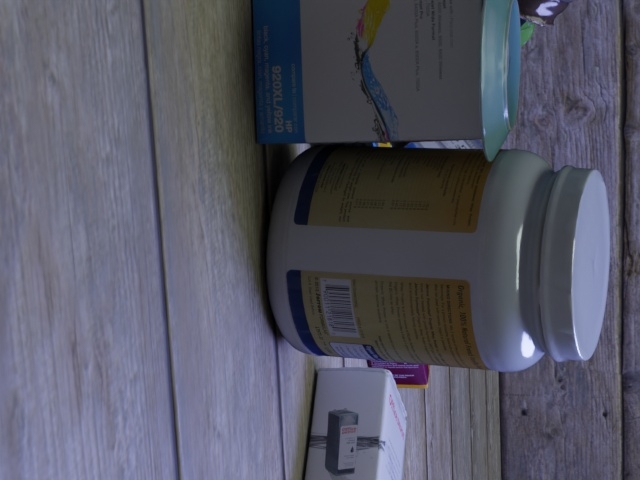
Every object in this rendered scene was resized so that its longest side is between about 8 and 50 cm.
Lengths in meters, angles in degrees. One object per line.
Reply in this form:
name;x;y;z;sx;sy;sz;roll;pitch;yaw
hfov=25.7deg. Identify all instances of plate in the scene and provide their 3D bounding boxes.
plate;0.173;-0.168;1.334;0.188;0.024;0.188;3;90;-77

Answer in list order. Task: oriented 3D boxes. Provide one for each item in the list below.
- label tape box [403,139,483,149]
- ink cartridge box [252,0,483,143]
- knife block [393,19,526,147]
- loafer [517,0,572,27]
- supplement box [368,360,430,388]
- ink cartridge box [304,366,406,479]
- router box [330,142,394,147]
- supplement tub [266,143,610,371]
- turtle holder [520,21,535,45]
label tape box;0.221;-0.059;2.040;0.241;0.106;0.333;50;26;2
ink cartridge box;0.065;-0.184;1.432;0.171;0.232;0.168;-23;112;-76
knife block;0.204;-0.267;2.030;0.088;0.242;0.276;23;68;-75
loafer;0.142;-0.278;1.628;0.133;0.366;0.130;11;97;-39
supplement box;0.106;0.113;1.958;0.188;0.080;0.104;74;20;-49
ink cartridge box;0.041;0.277;1.647;0.158;0.092;0.218;69;26;-58
router box;0.041;-0.144;1.665;0.133;0.046;0.179;-59;133;-67
supplement tub;0.126;0.017;1.450;0.228;0.316;0.228;3;90;-68
turtle holder;0.282;-0.470;2.418;0.320;0.227;0.243;55;36;-70
